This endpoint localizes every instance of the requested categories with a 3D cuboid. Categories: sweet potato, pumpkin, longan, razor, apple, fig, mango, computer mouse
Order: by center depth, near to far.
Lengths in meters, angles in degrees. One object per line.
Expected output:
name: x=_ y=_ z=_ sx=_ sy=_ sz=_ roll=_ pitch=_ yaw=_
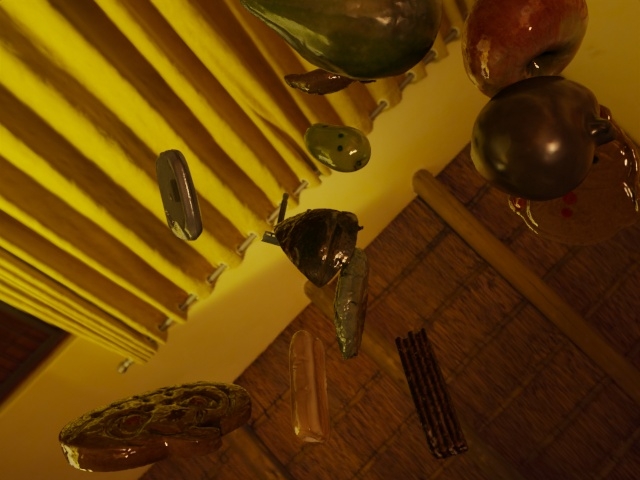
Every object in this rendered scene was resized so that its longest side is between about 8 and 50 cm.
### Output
fig: x=0.035 y=-0.280 z=0.615 sx=0.233 sy=0.167 sz=0.167 roll=-5 pitch=-131 yaw=17
longan: x=0.471 y=-0.225 z=1.057 sx=0.300 sy=0.243 sz=0.301 roll=-22 pitch=-126 yaw=34
pumpkin: x=-0.012 y=-0.031 z=1.077 sx=0.163 sy=0.111 sz=0.278 roll=-49 pitch=-156 yaw=9
apple: x=0.469 y=-0.496 z=1.163 sx=0.309 sy=0.278 sz=0.250 roll=-18 pitch=-118 yaw=-27
sweet potato: x=0.046 y=-0.517 z=1.525 sx=0.309 sy=0.098 sz=0.124 roll=-12 pitch=-162 yaw=-9
mango: x=0.051 y=-0.334 z=1.689 sx=0.175 sy=0.143 sz=0.293 roll=-36 pitch=-132 yaw=-23
computer mouse: x=-0.493 y=-0.158 z=1.716 sx=0.197 sy=0.331 sz=0.095 roll=3 pitch=-163 yaw=43
razor: x=-0.145 y=-0.082 z=1.802 sx=0.068 sy=0.105 sz=0.232 roll=121 pitch=-17 yaw=-52

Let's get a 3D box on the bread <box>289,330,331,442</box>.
bread: x=-0.036 y=0.411 z=1.368 sx=0.091 sy=0.142 sz=0.306 roll=-22 pitch=-127 yaw=25

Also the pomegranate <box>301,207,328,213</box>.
pomegranate: x=0.000 y=0.000 z=1.346 sx=0.151 sy=0.191 sz=0.131 roll=-16 pitch=-143 yaw=27

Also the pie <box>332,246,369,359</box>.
pie: x=0.079 y=0.157 z=1.226 sx=0.071 sy=0.307 sz=0.307 roll=7 pitch=-126 yaw=12

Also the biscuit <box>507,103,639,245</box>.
biscuit: x=0.686 y=-0.176 z=1.315 sx=0.358 sy=0.382 sz=0.074 roll=14 pitch=-154 yaw=34

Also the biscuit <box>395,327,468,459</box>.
biscuit: x=0.221 y=0.303 z=0.977 sx=0.070 sy=0.106 sz=0.252 roll=-21 pitch=-126 yaw=9

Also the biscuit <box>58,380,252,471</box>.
biscuit: x=-0.335 y=0.383 z=1.051 sx=0.350 sy=0.394 sz=0.070 roll=-3 pitch=-88 yaw=42
